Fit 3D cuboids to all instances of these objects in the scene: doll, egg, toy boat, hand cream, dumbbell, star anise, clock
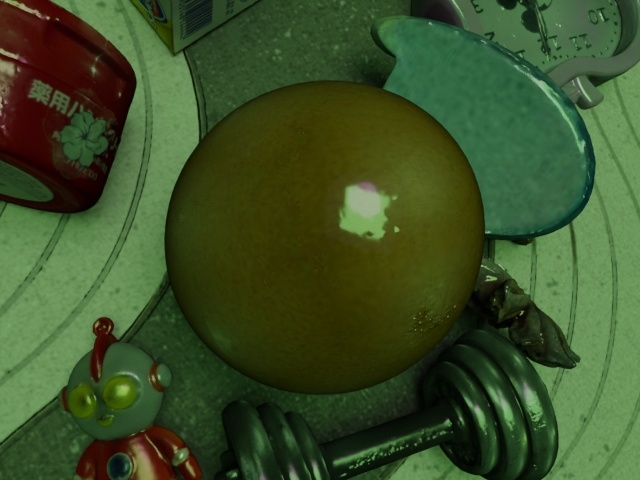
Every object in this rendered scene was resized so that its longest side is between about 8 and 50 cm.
[{"bbox_3d":[-0.201,0.199,0.591,0.142,0.076,0.245,-13,88,5],"label":"doll"},{"bbox_3d":[0.000,0.000,0.536,0.283,0.351,0.282,3,80,-21],"label":"egg"},{"bbox_3d":[0.177,-0.131,0.709,0.330,0.123,0.215,30,107,9],"label":"toy boat"},{"bbox_3d":[-0.306,-0.129,0.550,0.230,0.230,0.149,18,76,-11],"label":"hand cream"},{"bbox_3d":[0.068,0.216,0.606,0.406,0.179,0.179,-14,83,-17],"label":"dumbbell"},{"bbox_3d":[0.224,0.086,0.668,0.065,0.195,0.182,-43,58,2],"label":"star anise"},{"bbox_3d":[0.294,-0.321,0.806,0.339,0.102,0.338,2,80,-14],"label":"clock"}]

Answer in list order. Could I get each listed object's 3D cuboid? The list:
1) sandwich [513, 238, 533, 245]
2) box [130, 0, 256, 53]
[{"bbox_3d":[0.264,-0.057,0.781,0.093,0.036,0.105,33,73,-6],"label":"sandwich"},{"bbox_3d":[-0.126,-0.344,0.614,0.168,0.265,0.097,-41,89,-17],"label":"box"}]
